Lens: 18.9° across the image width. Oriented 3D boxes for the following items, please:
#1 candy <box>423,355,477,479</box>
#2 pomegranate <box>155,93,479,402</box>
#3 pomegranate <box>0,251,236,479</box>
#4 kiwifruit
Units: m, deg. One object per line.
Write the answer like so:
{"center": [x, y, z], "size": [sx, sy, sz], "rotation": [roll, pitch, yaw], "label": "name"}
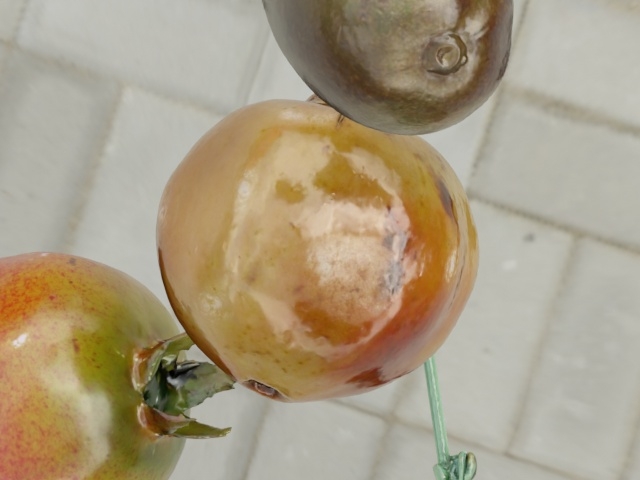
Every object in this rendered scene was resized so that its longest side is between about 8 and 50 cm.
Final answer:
{"center": [0.093, 0.174, 1.417], "size": [0.078, 0.084, 0.288], "rotation": [-9, 85, 24], "label": "candy"}
{"center": [-0.003, 0.006, 1.241], "size": [0.209, 0.209, 0.209], "rotation": [0, 88, -3], "label": "pomegranate"}
{"center": [-0.184, 0.112, 1.420], "size": [0.256, 0.221, 0.221], "rotation": [-3, 88, 21], "label": "pomegranate"}
{"center": [0.018, -0.077, 0.590], "size": [0.075, 0.124, 0.075], "rotation": [-5, 119, -9], "label": "kiwifruit"}
